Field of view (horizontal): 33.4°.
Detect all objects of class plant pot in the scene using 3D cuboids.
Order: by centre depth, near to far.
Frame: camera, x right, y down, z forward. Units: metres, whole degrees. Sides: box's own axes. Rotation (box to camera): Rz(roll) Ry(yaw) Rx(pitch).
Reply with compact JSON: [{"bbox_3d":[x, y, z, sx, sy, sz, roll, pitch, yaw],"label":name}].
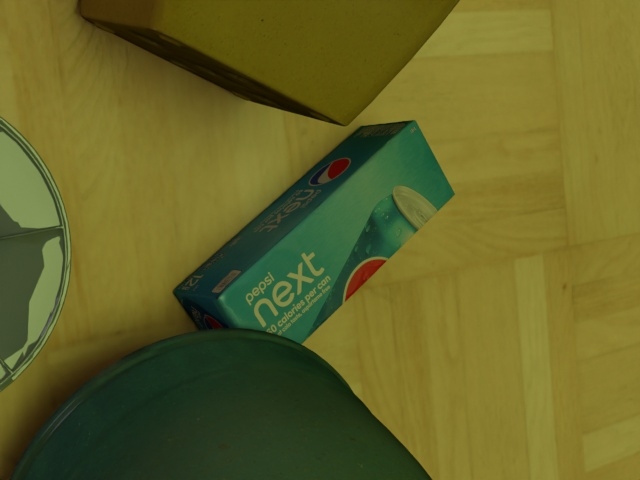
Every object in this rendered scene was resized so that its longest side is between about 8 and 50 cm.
[{"bbox_3d":[-0.023,0.222,0.610,0.272,0.255,0.271,-10,112,-27],"label":"plant pot"},{"bbox_3d":[-0.033,-0.190,0.671,0.212,0.212,0.187,22,91,-34],"label":"plant pot"}]

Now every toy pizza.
[{"bbox_3d":[-0.244,0.009,0.620,0.201,0.032,0.201,0,91,-35],"label":"toy pizza"}]

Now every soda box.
[{"bbox_3d":[0.000,0.000,0.772,0.210,0.067,0.071,-42,114,-26],"label":"soda box"}]
